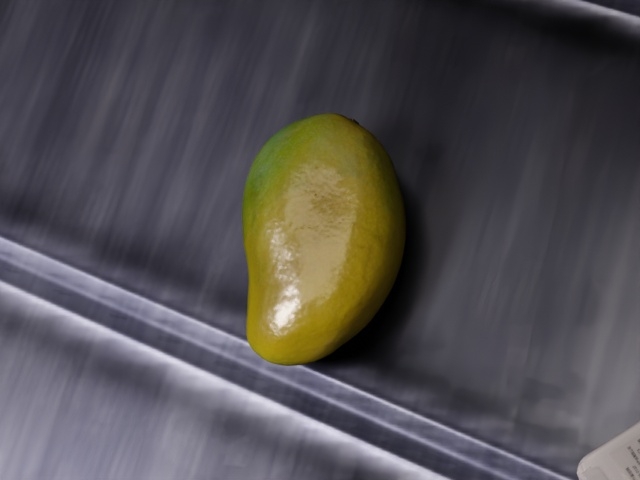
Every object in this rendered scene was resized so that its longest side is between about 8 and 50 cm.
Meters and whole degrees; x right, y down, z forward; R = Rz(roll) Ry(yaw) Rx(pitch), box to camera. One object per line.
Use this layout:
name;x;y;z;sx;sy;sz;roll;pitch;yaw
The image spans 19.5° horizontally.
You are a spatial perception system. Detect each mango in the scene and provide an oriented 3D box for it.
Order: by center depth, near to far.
mango;0.003;-0.002;1.368;0.122;0.085;0.191;-6;72;7

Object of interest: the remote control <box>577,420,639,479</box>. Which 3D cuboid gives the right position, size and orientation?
remote control;0.293;0.107;1.230;0.261;0.029;0.067;-33;57;0
